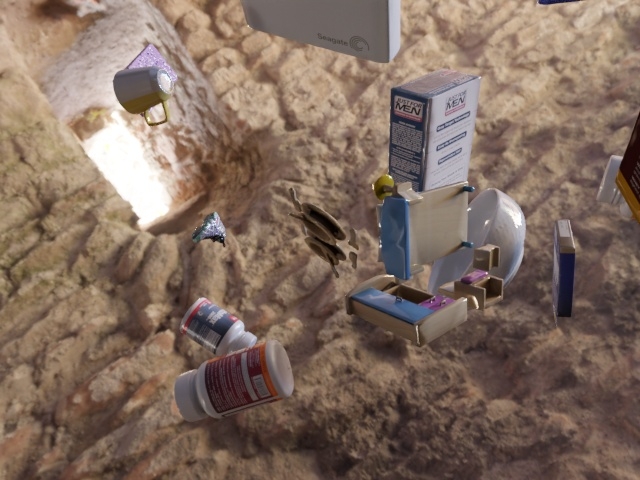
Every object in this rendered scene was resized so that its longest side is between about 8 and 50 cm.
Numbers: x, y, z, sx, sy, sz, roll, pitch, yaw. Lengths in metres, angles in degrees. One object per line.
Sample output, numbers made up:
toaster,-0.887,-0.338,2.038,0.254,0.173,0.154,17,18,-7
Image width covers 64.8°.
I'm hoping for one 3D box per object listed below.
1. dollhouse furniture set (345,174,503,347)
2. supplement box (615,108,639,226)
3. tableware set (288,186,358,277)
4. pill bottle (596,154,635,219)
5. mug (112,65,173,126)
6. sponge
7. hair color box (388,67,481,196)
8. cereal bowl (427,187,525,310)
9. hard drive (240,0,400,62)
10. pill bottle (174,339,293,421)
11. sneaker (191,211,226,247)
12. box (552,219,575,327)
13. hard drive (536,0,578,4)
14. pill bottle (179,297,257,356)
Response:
dollhouse furniture set,0.190,-0.002,0.976,0.287,0.303,0.198,-19,-157,-34
supplement box,0.285,-0.030,0.273,0.129,0.194,0.191,-16,-122,11
tableware set,0.000,0.000,0.832,0.039,0.128,0.194,-52,164,-14
pill bottle,0.592,-0.080,0.845,0.215,0.117,0.117,18,-138,24
mug,-0.237,-0.208,0.704,0.064,0.078,0.062,-9,-126,21
sponge,-0.477,-0.445,1.390,0.031,0.117,0.210,-17,-142,27
hair color box,0.243,-0.182,1.118,0.174,0.347,0.105,-30,-136,-33
cereal bowl,0.423,0.041,1.318,0.338,0.141,0.339,-63,-179,1
hard drive,-0.024,-0.376,0.559,0.233,0.353,0.047,23,-114,21
pill bottle,-0.177,0.292,1.035,0.221,0.121,0.121,-19,-162,8
sneaker,-0.218,-0.009,1.027,0.038,0.069,0.098,-20,-154,29
box,0.570,0.080,1.186,0.037,0.225,0.136,1,-150,20
hard drive,0.548,-0.600,0.920,0.210,0.318,0.040,-9,-124,-6
pill bottle,-0.261,0.238,1.308,0.108,0.180,0.108,-58,172,-13
